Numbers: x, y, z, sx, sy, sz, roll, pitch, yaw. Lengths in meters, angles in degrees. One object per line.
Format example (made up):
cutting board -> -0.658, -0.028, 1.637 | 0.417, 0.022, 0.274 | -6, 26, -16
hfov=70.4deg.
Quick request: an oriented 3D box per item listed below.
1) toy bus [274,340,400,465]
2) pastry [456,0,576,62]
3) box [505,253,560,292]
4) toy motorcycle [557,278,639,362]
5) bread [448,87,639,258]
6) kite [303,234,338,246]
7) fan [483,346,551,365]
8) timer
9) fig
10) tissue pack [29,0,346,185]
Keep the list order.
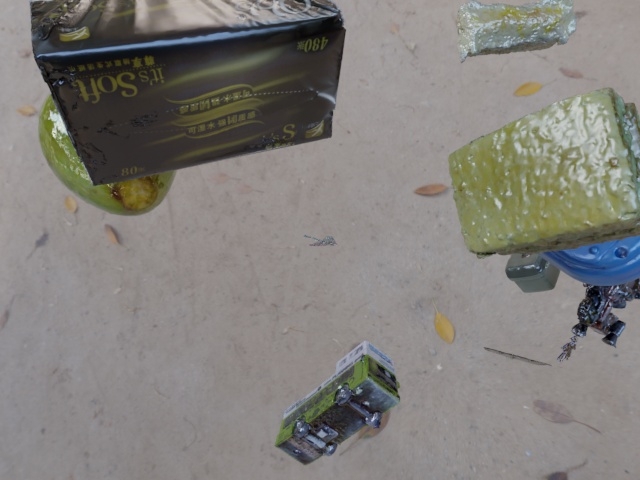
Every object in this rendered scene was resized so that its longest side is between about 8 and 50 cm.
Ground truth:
toy bus -> 0.033, 0.355, 0.977 | 0.113, 0.139, 0.302 | 40, 115, -13
pastry -> 0.421, -0.469, 0.991 | 0.259, 0.089, 0.121 | -10, 109, -4
box -> 0.744, 0.070, 1.567 | 0.129, 0.148, 0.210 | 47, 57, -17
toy motorcycle -> 0.819, 0.189, 1.308 | 0.400, 0.207, 0.134 | -61, 30, -4
bread -> 0.239, -0.057, 0.475 | 0.102, 0.196, 0.138 | -5, 80, -29
kite -> 0.000, 0.000, 1.646 | 0.157, 0.139, 0.011 | 16, 112, 37
fan -> 0.487, 0.295, 1.151 | 0.153, 0.227, 0.008 | 12, 79, 19
timer -> 0.551, -0.092, 0.924 | 0.309, 0.115, 0.340 | -47, 41, 7
fig -> -0.404, -0.177, 0.891 | 0.258, 0.258, 0.326 | -35, 56, 3
tissue pack -> -0.174, -0.236, 0.625 | 0.370, 0.210, 0.198 | -16, 59, -17
